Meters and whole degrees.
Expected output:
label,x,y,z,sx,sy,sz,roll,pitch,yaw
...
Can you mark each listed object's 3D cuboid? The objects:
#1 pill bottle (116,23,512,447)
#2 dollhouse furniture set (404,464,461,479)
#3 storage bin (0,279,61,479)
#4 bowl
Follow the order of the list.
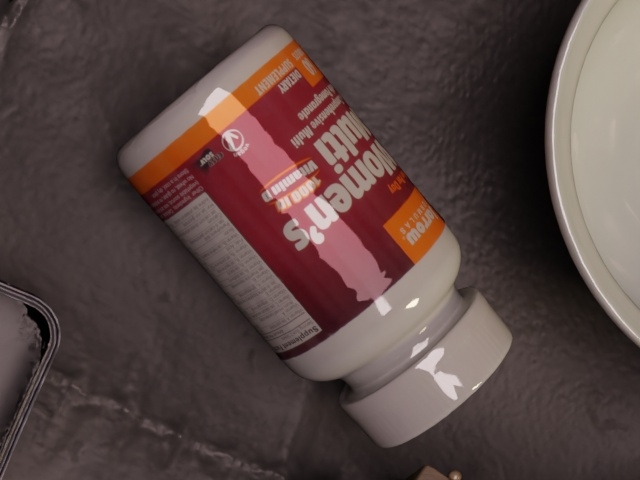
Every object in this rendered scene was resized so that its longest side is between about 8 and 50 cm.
label,x,y,z,sx,sy,sz,roll,pitch,yaw
pill bottle,0.000,0.000,0.857,0.121,0.121,0.221,-42,97,-9
dollhouse furniture set,0.135,0.147,0.886,0.151,0.144,0.123,35,78,5
storage bin,-0.241,0.058,0.825,0.180,0.084,0.122,24,84,-11
bowl,0.253,-0.054,0.904,0.298,0.134,0.298,0,90,-12
